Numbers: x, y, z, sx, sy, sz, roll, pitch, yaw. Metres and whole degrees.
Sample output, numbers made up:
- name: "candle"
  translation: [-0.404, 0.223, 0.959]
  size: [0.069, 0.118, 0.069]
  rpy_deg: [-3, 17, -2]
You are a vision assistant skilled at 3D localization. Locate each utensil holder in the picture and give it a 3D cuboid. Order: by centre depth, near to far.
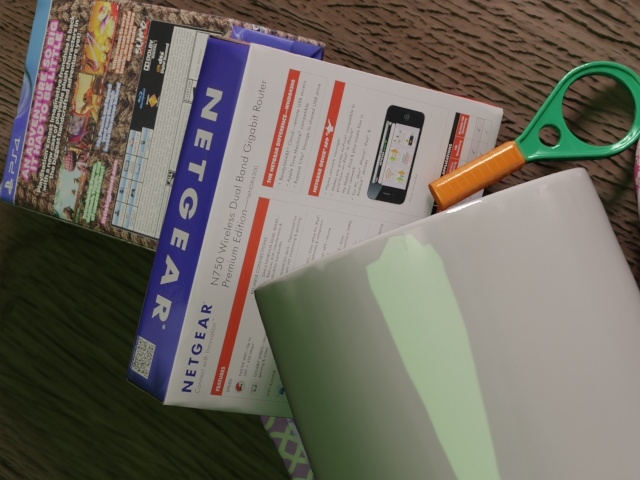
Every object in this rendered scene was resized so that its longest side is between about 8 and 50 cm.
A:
- name: "utensil holder"
  translation: [0.149, 0.168, 1.318]
  size: [0.327, 0.327, 0.385]
  rpy_deg: [-21, 87, 21]

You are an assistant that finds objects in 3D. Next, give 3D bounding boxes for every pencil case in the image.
- name: "pencil case"
  translation: [-0.002, 0.220, 1.609]
  size: [0.086, 0.088, 0.206]
  rpy_deg: [-31, 78, 18]

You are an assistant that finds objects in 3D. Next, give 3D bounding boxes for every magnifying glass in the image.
- name: "magnifying glass"
  translation: [0.209, -0.094, 1.504]
  size: [0.231, 0.026, 0.092]
  rpy_deg: [-28, 84, -9]

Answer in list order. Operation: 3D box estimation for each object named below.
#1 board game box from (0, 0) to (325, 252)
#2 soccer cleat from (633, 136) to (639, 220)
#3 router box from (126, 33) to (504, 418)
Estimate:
- name: "board game box"
  translation: [-0.166, -0.118, 1.600]
  size: [0.291, 0.141, 0.232]
  rpy_deg: [17, 97, 40]
- name: "soccer cleat"
  translation: [0.344, 0.010, 1.395]
  size: [0.116, 0.143, 0.331]
  rpy_deg: [-10, 66, 13]
- name: "router box"
  translation: [0.000, 0.000, 1.495]
  size: [0.082, 0.301, 0.335]
  rpy_deg: [21, 98, 55]
